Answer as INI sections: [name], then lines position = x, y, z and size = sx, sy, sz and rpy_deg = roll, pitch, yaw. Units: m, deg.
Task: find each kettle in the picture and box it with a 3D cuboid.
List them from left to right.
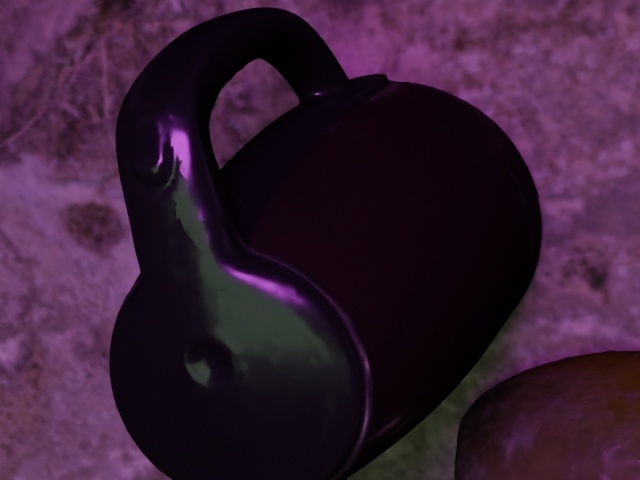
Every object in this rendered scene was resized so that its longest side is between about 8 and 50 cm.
[kettle]
position = 0.000, 0.000, 0.607
size = 0.144, 0.232, 0.202
rpy_deg = -7, 103, 20

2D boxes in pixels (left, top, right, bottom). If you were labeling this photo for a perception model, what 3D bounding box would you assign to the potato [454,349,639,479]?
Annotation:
[potato]
position = 0.162, 0.173, 0.675
size = 0.255, 0.112, 0.269
rpy_deg = 37, 113, 6
